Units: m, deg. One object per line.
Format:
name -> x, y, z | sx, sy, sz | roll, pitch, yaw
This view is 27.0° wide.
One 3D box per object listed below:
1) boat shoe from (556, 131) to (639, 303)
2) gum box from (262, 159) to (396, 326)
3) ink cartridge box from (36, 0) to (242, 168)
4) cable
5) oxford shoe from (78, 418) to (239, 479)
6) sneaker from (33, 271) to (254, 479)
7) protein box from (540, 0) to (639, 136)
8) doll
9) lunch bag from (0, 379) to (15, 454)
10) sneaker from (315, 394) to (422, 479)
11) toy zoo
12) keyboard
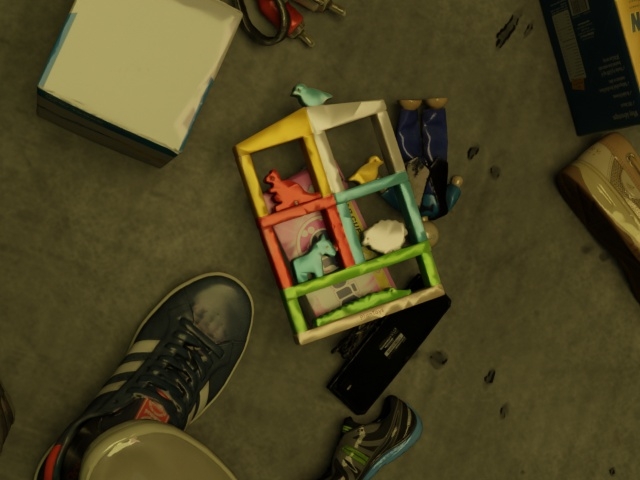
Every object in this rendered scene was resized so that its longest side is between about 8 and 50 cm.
boat shoe -> 0.449, 0.015, 1.715 | 0.110, 0.121, 0.341 | -40, 97, -11
gum box -> 0.000, 0.000, 1.631 | 0.107, 0.062, 0.188 | -27, 95, -14
ink cartridge box -> -0.210, -0.195, 1.495 | 0.168, 0.232, 0.171 | 24, 83, -10
cable -> -0.099, -0.346, 1.634 | 0.287, 0.072, 0.139 | 37, 97, 2
oxford shoe -> -0.120, 0.381, 1.481 | 0.169, 0.130, 0.449 | -29, 118, -10
sneaker -> -0.190, 0.186, 1.534 | 0.131, 0.148, 0.350 | 38, 80, -10
protein box -> 0.394, -0.250, 1.667 | 0.136, 0.200, 0.201 | -18, 93, -14
doll -> 0.124, -0.083, 1.673 | 0.129, 0.046, 0.189 | -6, 96, -24
lunch bag -> -0.449, 0.112, 1.425 | 0.169, 0.235, 0.287 | -23, 95, -8
sneaker -> 0.039, 0.260, 1.636 | 0.188, 0.067, 0.078 | -38, 96, -18
toy zoo -> 0.016, -0.044, 1.587 | 0.192, 0.030, 0.293 | -19, 92, -14
keyboard -> 0.076, 0.118, 1.670 | 0.192, 0.038, 0.100 | -50, 123, -11
